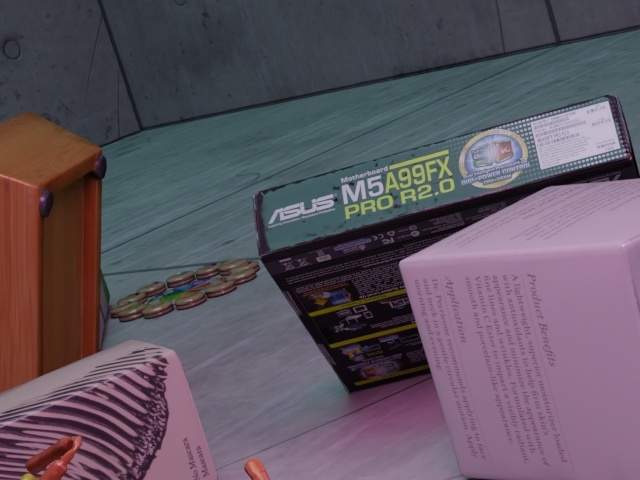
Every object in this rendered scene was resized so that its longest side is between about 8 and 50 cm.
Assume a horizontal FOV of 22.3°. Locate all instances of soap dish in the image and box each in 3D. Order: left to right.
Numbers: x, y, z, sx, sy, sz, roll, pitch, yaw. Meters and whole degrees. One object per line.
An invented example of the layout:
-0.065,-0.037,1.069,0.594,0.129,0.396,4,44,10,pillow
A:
-0.271,0.047,1.442,0.118,0.291,0.229,5,13,8,soap dish

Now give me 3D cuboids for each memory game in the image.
-0.158,0.056,1.898,0.186,0.012,0.186,-17,10,3,memory game

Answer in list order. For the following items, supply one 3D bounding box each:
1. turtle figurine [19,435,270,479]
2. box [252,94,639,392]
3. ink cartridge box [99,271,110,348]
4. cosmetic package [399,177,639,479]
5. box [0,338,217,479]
-0.148,0.201,0.921,0.217,0.087,0.269,-34,26,-34,turtle figurine
0.111,0.010,1.201,0.270,0.216,0.060,-15,55,12,box
-0.351,0.074,1.828,0.198,0.115,0.273,-18,10,-2,ink cartridge box
0.177,0.052,0.991,0.151,0.151,0.183,-25,14,-39,cosmetic package
-0.220,0.170,1.136,0.275,0.113,0.094,-24,13,-25,box
